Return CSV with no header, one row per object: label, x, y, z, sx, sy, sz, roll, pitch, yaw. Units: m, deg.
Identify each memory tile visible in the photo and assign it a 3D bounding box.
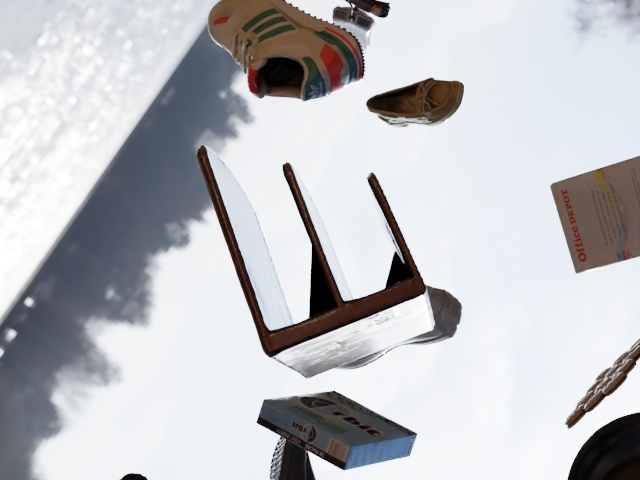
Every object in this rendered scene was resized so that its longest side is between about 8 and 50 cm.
memory tile,0.366,0.176,1.786,0.113,0.012,0.148,-49,173,37

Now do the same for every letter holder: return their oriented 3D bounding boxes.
letter holder,0.000,0.000,1.370,0.152,0.214,0.302,-22,169,2

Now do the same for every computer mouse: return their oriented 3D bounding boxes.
computer mouse,0.049,-0.337,2.108,0.193,0.106,0.042,103,6,-78

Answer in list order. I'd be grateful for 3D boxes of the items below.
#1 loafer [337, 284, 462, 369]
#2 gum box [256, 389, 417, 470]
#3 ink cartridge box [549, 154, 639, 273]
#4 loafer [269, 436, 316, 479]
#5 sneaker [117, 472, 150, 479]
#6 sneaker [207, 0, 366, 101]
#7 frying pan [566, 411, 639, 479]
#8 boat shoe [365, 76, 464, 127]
loafer,0.090,0.135,2.340,0.319,0.111,0.112,-23,-140,40
gum box,0.025,0.265,1.993,0.184,0.157,0.041,4,107,-57
ink cartridge box,0.416,-0.042,1.862,0.176,0.128,0.127,-17,177,28
loafer,-0.033,0.381,2.098,0.080,0.078,0.220,140,-43,-71
sneaker,-0.227,0.407,1.819,0.069,0.209,0.082,-1,145,-42
sneaker,-0.045,-0.151,1.122,0.075,0.161,0.057,-35,137,-36
frying pan,0.363,0.215,1.293,0.326,0.197,0.053,-35,159,-24
boat shoe,0.119,-0.176,1.776,0.153,0.048,0.056,-2,-108,55
